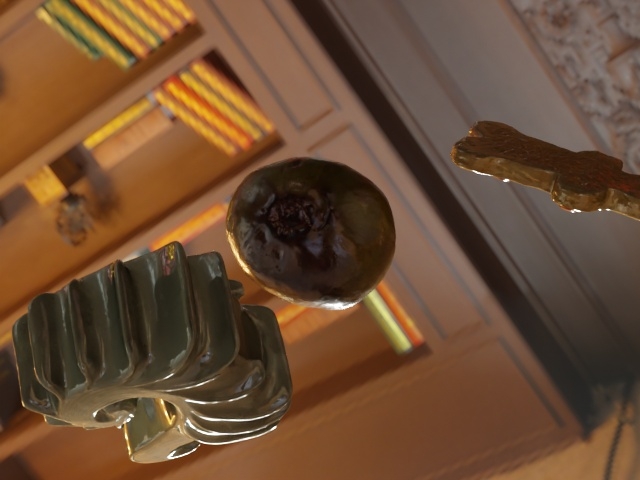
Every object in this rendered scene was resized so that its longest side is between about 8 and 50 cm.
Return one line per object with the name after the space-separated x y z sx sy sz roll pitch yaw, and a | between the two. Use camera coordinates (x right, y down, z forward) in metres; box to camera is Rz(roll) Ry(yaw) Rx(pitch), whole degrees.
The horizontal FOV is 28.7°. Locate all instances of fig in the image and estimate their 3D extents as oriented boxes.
0.000 0.000 0.652 0.084 0.082 0.098 -19 164 12 | fig

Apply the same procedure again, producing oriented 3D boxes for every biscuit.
0.240 -0.059 1.191 0.153 0.234 0.030 -41 146 -60 | biscuit

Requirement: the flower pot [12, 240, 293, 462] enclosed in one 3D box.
-0.176 0.147 1.471 0.254 0.165 0.367 -21 150 11 | flower pot
